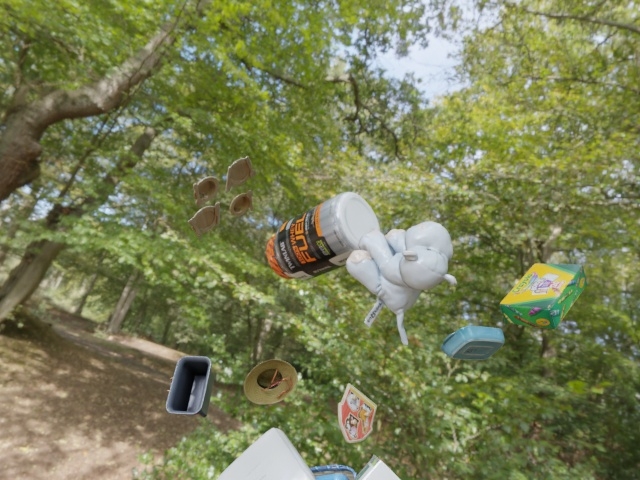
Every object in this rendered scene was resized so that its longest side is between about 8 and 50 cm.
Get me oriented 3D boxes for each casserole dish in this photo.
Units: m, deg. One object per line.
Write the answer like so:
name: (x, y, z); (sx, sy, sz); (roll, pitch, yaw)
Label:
casserole dish: (0.398, 0.270, 1.186); (0.189, 0.036, 0.114); (11, -51, -29)

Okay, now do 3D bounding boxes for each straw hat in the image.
straw hat: (-0.136, 0.353, 1.195); (0.145, 0.144, 0.061); (29, 7, -29)

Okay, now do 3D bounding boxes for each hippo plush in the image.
hippo plush: (0.201, 0.060, 1.151); (0.235, 0.294, 0.236); (26, -28, -3)

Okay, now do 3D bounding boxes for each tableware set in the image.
tableware set: (-0.193, -0.086, 0.916); (0.020, 0.169, 0.141); (38, -37, 28)

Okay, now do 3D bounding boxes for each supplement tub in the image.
supplement tub: (0.000, 0.000, 1.442); (0.338, 0.206, 0.207); (-25, -43, 38)

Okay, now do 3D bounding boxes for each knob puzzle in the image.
knob puzzle: (0.138, 0.666, 1.729); (0.213, 0.213, 0.030); (30, -36, -32)

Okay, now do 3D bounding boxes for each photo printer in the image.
photo printer: (-0.151, 0.712, 1.316); (0.107, 0.256, 0.308); (57, -16, -20)

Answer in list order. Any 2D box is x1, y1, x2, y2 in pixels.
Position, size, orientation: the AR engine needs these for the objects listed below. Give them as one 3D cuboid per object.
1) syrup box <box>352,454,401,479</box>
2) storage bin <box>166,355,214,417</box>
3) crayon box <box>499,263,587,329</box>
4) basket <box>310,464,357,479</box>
syrup box: (0.151, 0.489, 0.776); (0.237, 0.093, 0.096); (42, -15, 14)
storage bin: (-0.307, 0.360, 1.103); (0.099, 0.135, 0.091); (0, -37, 7)
crayon box: (0.744, 0.178, 1.529); (0.166, 0.279, 0.081); (-2, -64, 51)
basket: (0.012, 0.810, 1.446); (0.255, 0.201, 0.288); (-17, -54, 21)
